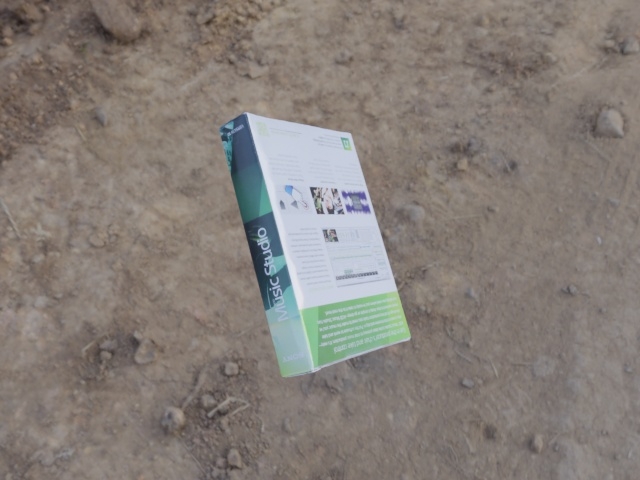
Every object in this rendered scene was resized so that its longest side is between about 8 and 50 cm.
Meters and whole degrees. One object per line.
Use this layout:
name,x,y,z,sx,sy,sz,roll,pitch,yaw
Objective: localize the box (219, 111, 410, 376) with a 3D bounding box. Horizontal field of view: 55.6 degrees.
box,0.000,0.000,0.809,0.058,0.232,0.322,-24,77,35
